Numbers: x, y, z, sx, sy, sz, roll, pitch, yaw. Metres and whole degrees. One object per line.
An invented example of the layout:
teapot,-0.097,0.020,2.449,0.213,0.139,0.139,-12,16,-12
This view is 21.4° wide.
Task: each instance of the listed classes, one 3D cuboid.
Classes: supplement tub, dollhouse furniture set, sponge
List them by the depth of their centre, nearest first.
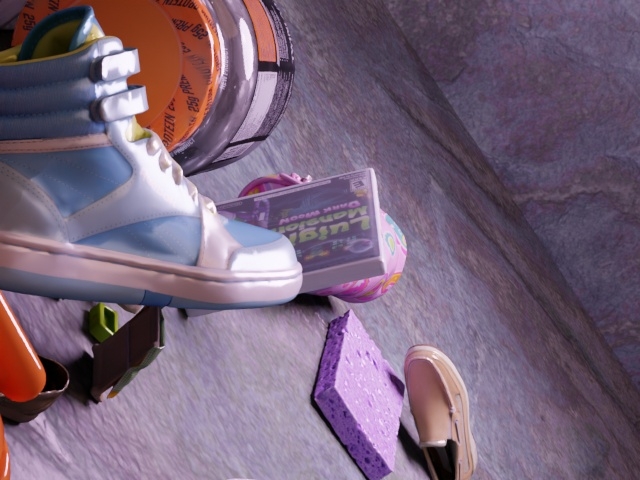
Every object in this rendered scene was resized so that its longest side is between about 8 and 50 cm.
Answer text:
dollhouse furniture set,-0.140,0.073,1.362,0.058,0.076,0.152,40,24,-30
supplement tub,-0.142,-0.154,1.472,0.207,0.207,0.338,59,9,0
sponge,0.044,0.165,1.840,0.117,0.031,0.210,56,16,-14

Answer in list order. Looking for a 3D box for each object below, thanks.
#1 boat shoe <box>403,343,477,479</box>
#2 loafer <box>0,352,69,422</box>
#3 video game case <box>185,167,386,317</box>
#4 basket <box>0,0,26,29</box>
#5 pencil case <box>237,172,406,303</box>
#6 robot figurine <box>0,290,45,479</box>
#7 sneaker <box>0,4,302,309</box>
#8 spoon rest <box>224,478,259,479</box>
boat shoe,0.135,0.209,1.926,0.190,0.068,0.072,68,31,-26
loafer,-0.224,0.083,1.146,0.148,0.050,0.056,29,34,-61
video game case,-0.035,-0.001,1.622,0.173,0.190,0.022,-93,169,-58
basket,-0.255,-0.269,1.570,0.103,0.113,0.167,57,16,-2
pencil case,0.000,0.000,1.839,0.124,0.124,0.284,64,16,16
robot figurine,-0.231,0.090,0.884,0.158,0.128,0.219,-67,158,-47
sneaker,-0.132,-0.058,1.245,0.319,0.127,0.208,7,89,-42
spoon rest,-0.026,0.248,1.391,0.137,0.084,0.276,61,15,7
